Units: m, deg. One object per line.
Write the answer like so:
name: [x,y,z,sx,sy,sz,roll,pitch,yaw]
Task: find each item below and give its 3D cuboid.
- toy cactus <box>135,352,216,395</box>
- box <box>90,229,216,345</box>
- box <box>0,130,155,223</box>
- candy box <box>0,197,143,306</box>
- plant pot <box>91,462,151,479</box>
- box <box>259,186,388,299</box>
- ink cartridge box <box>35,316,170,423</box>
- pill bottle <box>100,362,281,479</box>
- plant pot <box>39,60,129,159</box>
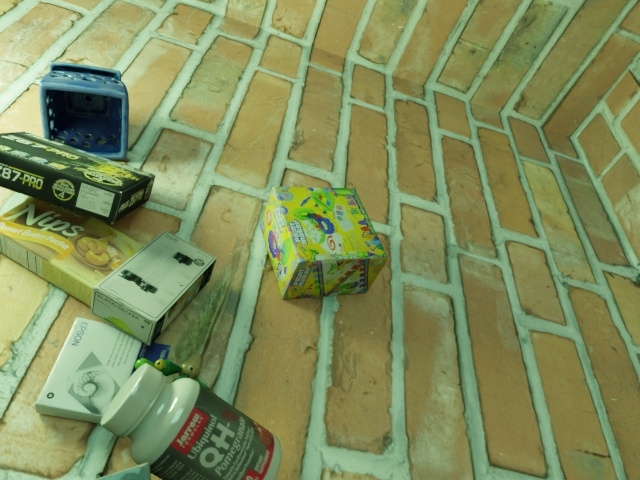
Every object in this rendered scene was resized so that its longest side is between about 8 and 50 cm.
toy cactus: [-0.307,0.321,1.144,0.219,0.112,0.180,27,19,-4]
box: [-0.405,0.107,1.272,0.169,0.087,0.290,28,33,2]
box: [-0.677,-0.176,1.357,0.394,0.097,0.318,18,11,-7]
candy box: [-0.635,0.014,1.290,0.316,0.088,0.183,29,42,6]
plant pot: [-0.387,0.529,0.809,0.247,0.247,0.252,-7,68,-30]
box: [0.000,0.000,1.526,0.279,0.177,0.290,-1,50,-25]
ink cartridge box: [-0.466,0.290,1.131,0.223,0.045,0.223,15,44,-11]
pill bottle: [-0.245,0.377,0.981,0.318,0.176,0.176,40,41,-16]
plant pot: [-0.715,-0.405,1.566,0.235,0.236,0.212,0,42,-24]
